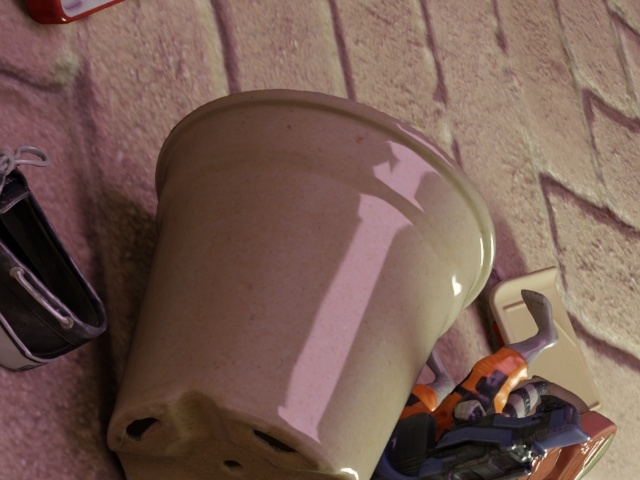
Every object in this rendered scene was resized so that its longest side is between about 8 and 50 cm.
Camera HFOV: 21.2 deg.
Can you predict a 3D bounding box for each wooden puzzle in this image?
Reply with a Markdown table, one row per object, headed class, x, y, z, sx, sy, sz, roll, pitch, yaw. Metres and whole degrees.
| class | x | y | z | sx | sy | sz | roll | pitch | yaw |
| --- | --- | --- | --- | --- | --- | --- | --- | --- | --- |
| wooden puzzle | 0.299 | 0.161 | 2.280 | 0.221 | 0.044 | 0.238 | -11 | 83 | -61 |

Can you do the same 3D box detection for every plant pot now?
| class | x | y | z | sx | sy | sz | roll | pitch | yaw |
| --- | --- | --- | --- | --- | --- | --- | --- | --- | --- |
| plant pot | -0.036 | 0.089 | 1.526 | 0.334 | 0.334 | 0.305 | 47 | 44 | -31 |

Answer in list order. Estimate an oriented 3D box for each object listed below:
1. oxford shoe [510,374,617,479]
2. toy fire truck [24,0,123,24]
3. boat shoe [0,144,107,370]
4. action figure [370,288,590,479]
| class | x | y | z | sx | sy | sz | roll | pitch | yaw |
| --- | --- | --- | --- | --- | --- | --- | --- | --- | --- |
| oxford shoe | 0.188 | 0.242 | 1.981 | 0.146 | 0.140 | 0.397 | 43 | 25 | 25 |
| toy fire truck | -0.218 | -0.363 | 1.715 | 0.302 | 0.169 | 0.254 | -38 | 126 | -60 |
| boat shoe | -0.280 | -0.037 | 1.391 | 0.306 | 0.105 | 0.113 | 62 | 29 | -8 |
| action figure | 0.155 | 0.209 | 1.658 | 0.178 | 0.341 | 0.330 | 48 | 48 | -28 |
